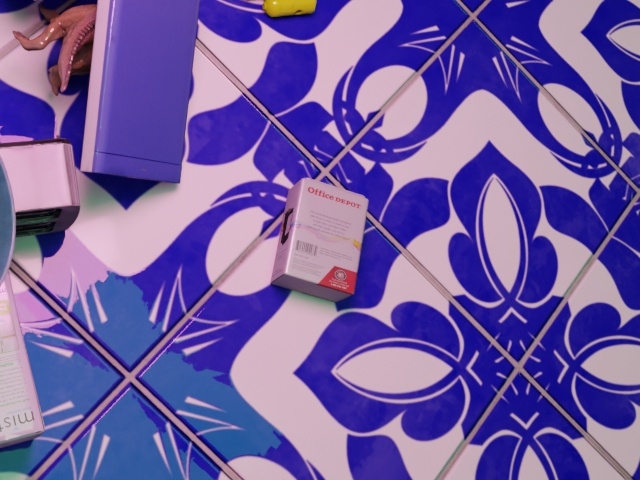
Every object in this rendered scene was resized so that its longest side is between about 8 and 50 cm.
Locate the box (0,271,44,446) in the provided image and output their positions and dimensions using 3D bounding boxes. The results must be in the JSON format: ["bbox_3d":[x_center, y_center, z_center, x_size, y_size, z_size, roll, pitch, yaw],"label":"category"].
[{"bbox_3d":[-0.529,0.186,1.256,0.262,0.127,0.231,-12,80,-26],"label":"box"}]

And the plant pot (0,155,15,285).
[{"bbox_3d":[-0.561,-0.029,1.139,0.255,0.272,0.271,-7,73,17],"label":"plant pot"}]

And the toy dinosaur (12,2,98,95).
[{"bbox_3d":[-0.339,-0.328,1.443,0.200,0.295,0.127,-20,112,10],"label":"toy dinosaur"}]

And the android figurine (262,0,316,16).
[{"bbox_3d":[-0.090,-0.524,1.701,0.273,0.056,0.248,-14,81,-27],"label":"android figurine"}]

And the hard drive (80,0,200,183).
[{"bbox_3d":[-0.268,-0.254,1.428,0.210,0.040,0.318,3,94,-63],"label":"hard drive"}]

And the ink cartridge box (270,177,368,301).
[{"bbox_3d":[0.000,0.000,1.574,0.128,0.072,0.175,17,68,-18],"label":"ink cartridge box"}]

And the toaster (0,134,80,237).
[{"bbox_3d":[-0.434,-0.075,1.356,0.186,0.168,0.110,-8,81,-24],"label":"toaster"}]
